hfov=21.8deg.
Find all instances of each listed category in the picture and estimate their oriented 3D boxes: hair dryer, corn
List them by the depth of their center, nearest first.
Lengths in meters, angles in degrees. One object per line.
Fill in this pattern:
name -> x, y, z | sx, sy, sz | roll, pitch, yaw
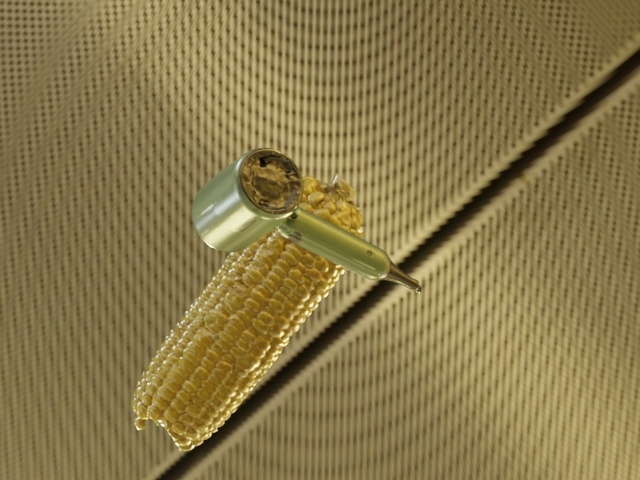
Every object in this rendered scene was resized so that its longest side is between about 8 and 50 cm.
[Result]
hair dryer -> 0.000, 0.000, 1.000 | 0.150, 0.071, 0.047 | 29, -117, -18
corn -> -0.050, 0.050, 1.213 | 0.080, 0.080, 0.238 | 37, -98, -11
